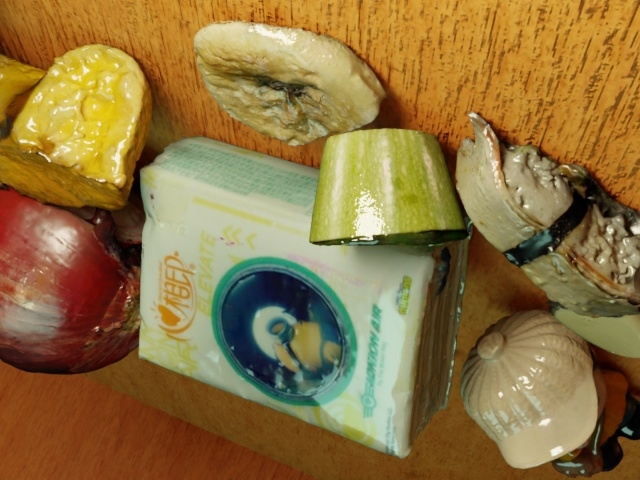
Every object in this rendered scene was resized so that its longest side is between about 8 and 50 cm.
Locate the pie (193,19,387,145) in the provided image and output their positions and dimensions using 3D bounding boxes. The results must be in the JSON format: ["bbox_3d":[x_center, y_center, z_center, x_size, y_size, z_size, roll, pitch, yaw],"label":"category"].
[{"bbox_3d":[-0.044,-0.170,1.529,0.185,0.052,0.218,36,157,-22],"label":"pie"}]

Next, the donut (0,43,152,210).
[{"bbox_3d":[-0.405,-0.201,1.754,0.435,0.163,0.377,34,162,-34],"label":"donut"}]

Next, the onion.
[{"bbox_3d":[-0.350,0.038,2.074,0.341,0.341,0.341,23,162,8],"label":"onion"}]

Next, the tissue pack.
[{"bbox_3d":[-0.027,0.060,1.798,0.388,0.162,0.287,18,120,23],"label":"tissue pack"}]

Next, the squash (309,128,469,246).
[{"bbox_3d":[0.068,-0.047,1.556,0.170,0.123,0.170,-3,174,0],"label":"squash"}]

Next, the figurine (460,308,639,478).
[{"bbox_3d":[0.307,0.204,1.967,0.204,0.185,0.332,43,-172,24],"label":"figurine"}]

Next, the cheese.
[{"bbox_3d":[0.377,0.116,1.786,0.127,0.054,0.251,5,154,47],"label":"cheese"}]

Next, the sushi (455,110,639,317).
[{"bbox_3d":[0.230,-0.015,1.510,0.273,0.109,0.134,36,159,-29],"label":"sushi"}]
